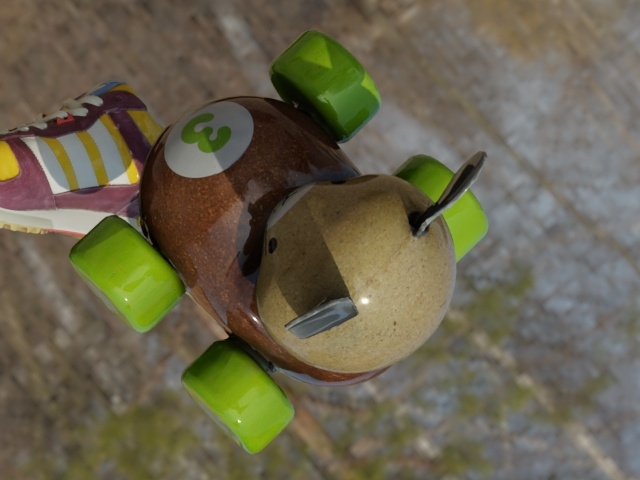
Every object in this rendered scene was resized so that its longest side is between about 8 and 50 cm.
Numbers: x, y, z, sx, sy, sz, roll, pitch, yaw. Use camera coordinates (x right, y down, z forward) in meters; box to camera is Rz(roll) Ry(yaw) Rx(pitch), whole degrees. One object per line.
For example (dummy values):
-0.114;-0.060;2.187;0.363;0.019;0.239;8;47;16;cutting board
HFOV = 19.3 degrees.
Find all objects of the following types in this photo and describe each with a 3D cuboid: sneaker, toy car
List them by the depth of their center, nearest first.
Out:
0.000;0.000;0.790;0.155;0.149;0.188;-44;-171;-11;toy car
-0.133;-0.045;0.946;0.069;0.185;0.084;15;-87;54;sneaker
